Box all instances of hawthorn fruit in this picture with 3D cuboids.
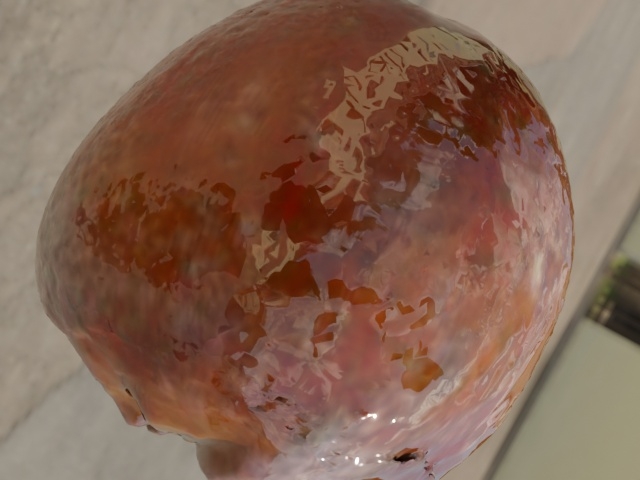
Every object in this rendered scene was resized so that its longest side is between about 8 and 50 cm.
[{"bbox_3d":[0.000,0.000,0.559,0.173,0.173,0.173,-56,167,-21],"label":"hawthorn fruit"}]
